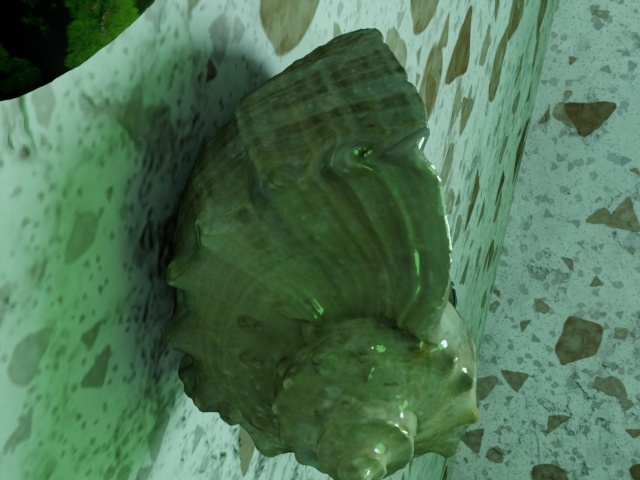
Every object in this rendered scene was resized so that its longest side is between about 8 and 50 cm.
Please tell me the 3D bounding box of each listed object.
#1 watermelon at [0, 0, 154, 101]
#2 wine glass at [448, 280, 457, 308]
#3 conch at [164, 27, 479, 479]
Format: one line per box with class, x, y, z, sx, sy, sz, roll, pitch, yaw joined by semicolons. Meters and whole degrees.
watermelon;-0.119;-0.124;0.344;0.094;0.135;0.125;-116;-158;-57
wine glass;0.108;0.137;1.143;0.232;0.156;0.156;88;23;-52
conch;-0.016;0.004;0.585;0.210;0.352;0.297;-11;138;-21
